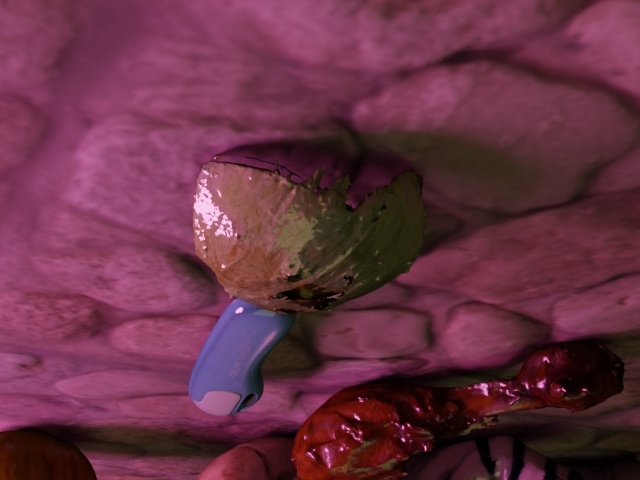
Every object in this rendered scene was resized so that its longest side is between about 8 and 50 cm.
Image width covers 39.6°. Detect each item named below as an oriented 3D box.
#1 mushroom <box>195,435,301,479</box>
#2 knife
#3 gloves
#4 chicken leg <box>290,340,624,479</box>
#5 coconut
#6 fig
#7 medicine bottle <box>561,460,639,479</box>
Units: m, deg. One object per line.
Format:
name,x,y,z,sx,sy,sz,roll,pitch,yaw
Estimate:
mushroom,-0.026,0.287,0.943,0.254,0.189,0.195,16,112,-31
knife,-0.063,0.091,0.689,0.064,0.031,0.222,9,149,-13
gloves,0.176,0.278,1.012,0.219,0.131,0.140,16,174,29
chicken leg,0.111,0.148,0.773,0.304,0.093,0.113,-22,166,20
coconut,-0.002,0.004,0.487,0.133,0.055,0.158,-15,153,27
fig,-0.296,0.324,0.892,0.152,0.259,0.151,-7,160,-3
medicine bottle,0.336,0.343,1.153,0.168,0.105,0.105,-7,154,9
